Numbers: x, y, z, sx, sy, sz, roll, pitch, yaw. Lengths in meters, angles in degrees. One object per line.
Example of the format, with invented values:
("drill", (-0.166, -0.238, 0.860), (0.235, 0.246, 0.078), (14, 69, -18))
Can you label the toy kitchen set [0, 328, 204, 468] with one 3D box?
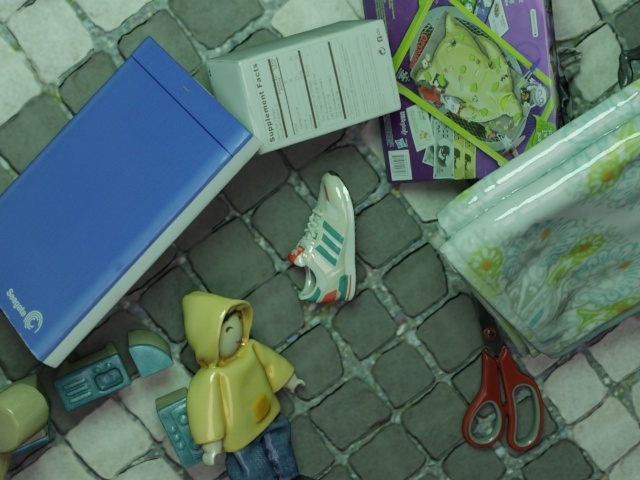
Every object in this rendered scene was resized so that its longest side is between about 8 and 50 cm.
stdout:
("toy kitchen set", (-0.248, 0.221, 1.362), (0.207, 0.122, 0.166), (-24, 107, -5))

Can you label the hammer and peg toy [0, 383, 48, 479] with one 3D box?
("hammer and peg toy", (-0.484, 0.224, 1.245), (0.361, 0.127, 0.266), (12, 102, 14))

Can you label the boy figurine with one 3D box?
("boy figurine", (-0.084, 0.185, 1.386), (0.177, 0.092, 0.285), (-29, 108, -44))

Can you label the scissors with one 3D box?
("scissors", (0.227, 0.130, 1.491), (0.109, 0.021, 0.297), (-6, 103, -7))

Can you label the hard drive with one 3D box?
("hard drive", (-0.234, -0.048, 1.269), (0.319, 0.210, 0.040), (-47, 145, 2))

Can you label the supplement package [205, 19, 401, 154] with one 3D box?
("supplement package", (-0.019, -0.172, 1.303), (0.179, 0.105, 0.105), (-19, 107, -21))

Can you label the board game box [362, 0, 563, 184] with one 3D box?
("board game box", (0.155, -0.240, 1.321), (0.208, 0.056, 0.347), (0, 107, 26))

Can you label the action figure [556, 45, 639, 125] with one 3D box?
("action figure", (0.343, -0.154, 1.387), (0.164, 0.141, 0.275), (35, 121, -25))

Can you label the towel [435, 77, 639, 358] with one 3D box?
("towel", (0.338, -0.023, 1.334), (0.374, 0.090, 0.320), (-33, 141, 10))

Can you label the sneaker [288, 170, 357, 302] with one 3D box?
("sneaker", (0.000, 0.000, 1.392), (0.075, 0.057, 0.161), (-8, 108, -15))
